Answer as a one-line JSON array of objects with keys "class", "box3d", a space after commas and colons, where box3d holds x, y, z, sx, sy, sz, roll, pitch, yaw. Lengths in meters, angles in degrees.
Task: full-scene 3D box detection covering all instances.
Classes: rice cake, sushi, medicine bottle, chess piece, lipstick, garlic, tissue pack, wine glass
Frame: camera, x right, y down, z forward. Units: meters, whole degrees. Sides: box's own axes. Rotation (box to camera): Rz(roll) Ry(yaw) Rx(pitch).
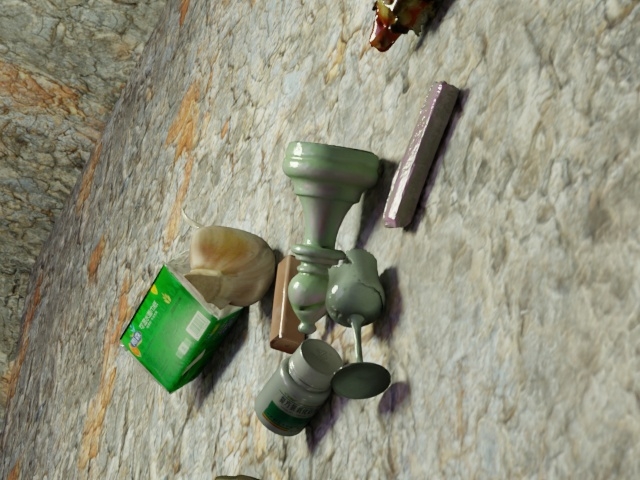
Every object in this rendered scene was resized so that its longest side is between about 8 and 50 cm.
[{"class": "rice cake", "box3d": [0.130, -0.110, 1.498, 0.047, 0.036, 0.206, -142, 72, -78]}, {"class": "sushi", "box3d": [0.135, -0.375, 1.644, 0.097, 0.103, 0.226, 49, 117, 36]}, {"class": "medicine bottle", "box3d": [-0.028, 0.199, 1.551, 0.130, 0.080, 0.080, -55, 26, 34]}, {"class": "chess piece", "box3d": [0.000, 0.000, 1.628, 0.139, 0.139, 0.271, -171, 89, -68]}, {"class": "lipstick", "box3d": [-0.045, 0.096, 1.730, 0.045, 0.045, 0.145, -46, 32, 50]}, {"class": "garlic", "box3d": [-0.153, 0.024, 1.913, 0.128, 0.148, 0.266, -37, 26, 1]}, {"class": "tissue pack", "box3d": [-0.229, 0.133, 2.025, 0.156, 0.148, 0.209, -31, -21, -54]}, {"class": "wine glass", "box3d": [0.047, 0.102, 1.459, 0.079, 0.079, 0.195, -52, 29, 39]}]

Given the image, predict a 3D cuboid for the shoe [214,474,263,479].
[{"class": "shoe", "box3d": [-0.079, 0.368, 1.511, 0.275, 0.103, 0.098, 148, 136, -67]}]
